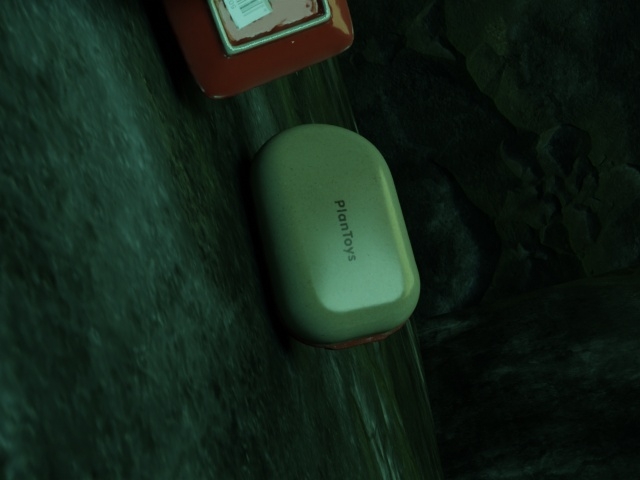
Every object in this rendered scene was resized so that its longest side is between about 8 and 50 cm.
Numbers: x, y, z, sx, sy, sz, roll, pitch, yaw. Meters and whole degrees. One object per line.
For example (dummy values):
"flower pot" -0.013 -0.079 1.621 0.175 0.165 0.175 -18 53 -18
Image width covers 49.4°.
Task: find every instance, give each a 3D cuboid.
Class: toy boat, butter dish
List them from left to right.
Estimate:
"butter dish" -0.075 -0.212 0.588 0.118 0.159 0.160 10 -56 58
"toy boat" 0.000 0.000 0.720 0.151 0.151 0.231 139 -60 -66
